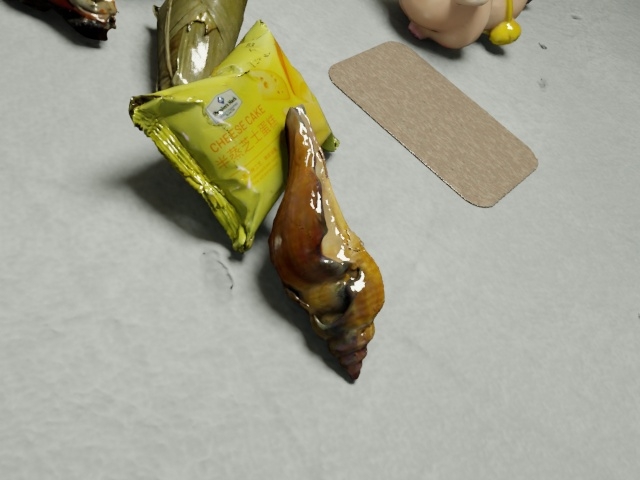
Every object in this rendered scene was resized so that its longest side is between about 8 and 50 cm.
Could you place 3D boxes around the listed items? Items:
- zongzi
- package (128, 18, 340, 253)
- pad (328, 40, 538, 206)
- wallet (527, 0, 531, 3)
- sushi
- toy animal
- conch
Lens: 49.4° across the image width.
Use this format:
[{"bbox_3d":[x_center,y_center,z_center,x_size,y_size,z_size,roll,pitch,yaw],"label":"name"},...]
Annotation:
[{"bbox_3d":[-0.103,-0.228,0.703,0.078,0.176,0.160,19,47,-39],"label":"zongzi"},{"bbox_3d":[-0.067,-0.109,0.659,0.168,0.090,0.226,54,41,-19],"label":"package"},{"bbox_3d":[0.146,-0.156,0.880,0.266,0.002,0.176,44,48,13],"label":"pad"},{"bbox_3d":[0.244,-0.483,1.172,0.181,0.049,0.229,-5,54,-25],"label":"wallet"},{"bbox_3d":[-0.290,-0.304,0.724,0.226,0.097,0.103,33,46,3],"label":"sushi"},{"bbox_3d":[0.210,-0.356,0.987,0.165,0.149,0.248,37,37,23],"label":"toy animal"},{"bbox_3d":[-0.004,0.004,0.603,0.233,0.080,0.086,63,20,-4],"label":"conch"}]
